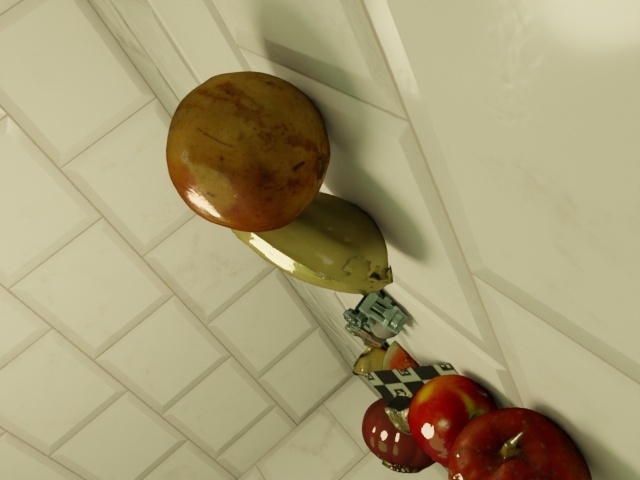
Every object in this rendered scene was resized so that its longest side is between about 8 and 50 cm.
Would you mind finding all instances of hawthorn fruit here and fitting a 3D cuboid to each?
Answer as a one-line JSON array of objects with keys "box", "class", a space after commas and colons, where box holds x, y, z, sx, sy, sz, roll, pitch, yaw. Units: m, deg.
[{"box": [0.343, 0.421, 1.081, 0.261, 0.258, 0.258, 23, -173, -33], "class": "hawthorn fruit"}]

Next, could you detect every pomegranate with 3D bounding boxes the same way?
[{"box": [-0.116, -0.143, 0.965, 0.264, 0.264, 0.264, 48, 170, 11], "class": "pomegranate"}]

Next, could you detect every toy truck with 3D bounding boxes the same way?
[{"box": [0.144, 0.203, 1.560, 0.140, 0.108, 0.257, 34, 163, 14], "class": "toy truck"}]

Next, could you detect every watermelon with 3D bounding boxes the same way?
[{"box": [0.242, 0.399, 1.847, 0.145, 0.137, 0.193, 44, -149, 27], "class": "watermelon"}]

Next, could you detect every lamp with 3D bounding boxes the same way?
[{"box": [0.293, 0.659, 2.117, 0.303, 0.257, 0.303, 11, 177, 1], "class": "lamp"}]

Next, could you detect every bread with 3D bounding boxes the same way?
[{"box": [0.187, 0.412, 2.035, 0.169, 0.140, 0.160, 41, 179, 25], "class": "bread"}]

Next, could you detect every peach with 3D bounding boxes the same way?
[{"box": [0.284, 0.398, 1.344, 0.226, 0.189, 0.196, -36, 71, 66], "class": "peach"}]

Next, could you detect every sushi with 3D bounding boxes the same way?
[{"box": [0.270, 0.472, 1.595, 0.296, 0.100, 0.373, 51, 147, -10], "class": "sushi"}]

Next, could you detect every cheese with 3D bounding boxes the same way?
[{"box": [0.000, 0.000, 1.121, 0.315, 0.259, 0.128, 31, 120, 32], "class": "cheese"}]
